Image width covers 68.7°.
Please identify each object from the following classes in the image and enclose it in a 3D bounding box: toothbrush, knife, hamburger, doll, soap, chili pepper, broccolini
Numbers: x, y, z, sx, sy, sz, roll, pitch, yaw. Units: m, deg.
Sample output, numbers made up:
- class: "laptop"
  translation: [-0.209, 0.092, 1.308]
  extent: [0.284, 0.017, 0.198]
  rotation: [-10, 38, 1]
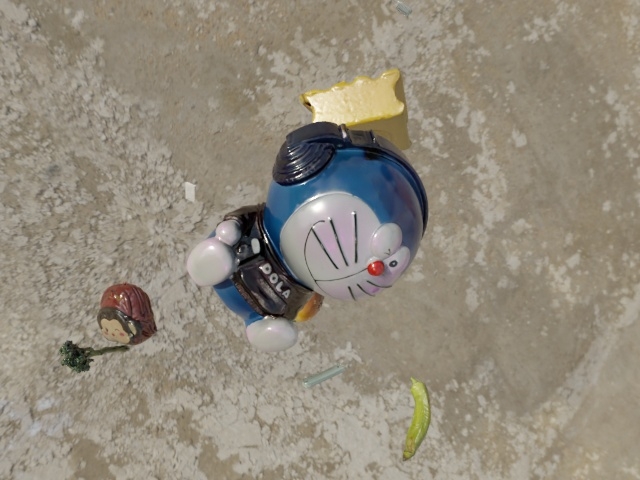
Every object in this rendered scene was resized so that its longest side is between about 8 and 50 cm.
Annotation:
- class: "toothbrush"
  translation: [0.076, -0.409, 0.743]
  extent: [0.167, 0.011, 0.014]
  rotation: [34, 68, -7]
- class: "knife"
  translation: [0.008, 0.455, 1.580]
  extent: [0.162, 0.044, 0.023]
  rotation: [-15, 112, -31]
- class: "hamburger"
  translation: [-0.070, 0.160, 1.587]
  extent: [0.169, 0.246, 0.246]
  rotation: [6, 89, 13]
- class: "doll"
  translation: [0.000, -0.013, 0.661]
  extent: [0.309, 0.240, 0.284]
  rotation: [-29, 127, 15]
- class: "soap"
  translation: [0.096, -0.264, 1.050]
  extent: [0.204, 0.324, 0.096]
  rotation: [-9, 87, 14]
- class: "chili pepper"
  translation: [0.205, 0.373, 0.973]
  extent: [0.043, 0.208, 0.049]
  rotation: [-20, 115, 26]
- class: "broccolini"
  translation: [-0.538, 0.274, 1.151]
  extent: [0.057, 0.254, 0.071]
  rotation: [14, 87, 12]

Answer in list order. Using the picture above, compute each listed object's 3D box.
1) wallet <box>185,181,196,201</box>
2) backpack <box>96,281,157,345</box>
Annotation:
- class: "wallet"
  translation: [-0.511, -0.190, 1.839]
  extent: [0.044, 0.083, 0.011]
  rotation: [21, 42, 7]
- class: "backpack"
  translation: [-0.664, 0.248, 1.606]
  extent: [0.139, 0.229, 0.229]
  rotation: [-22, 100, -59]
